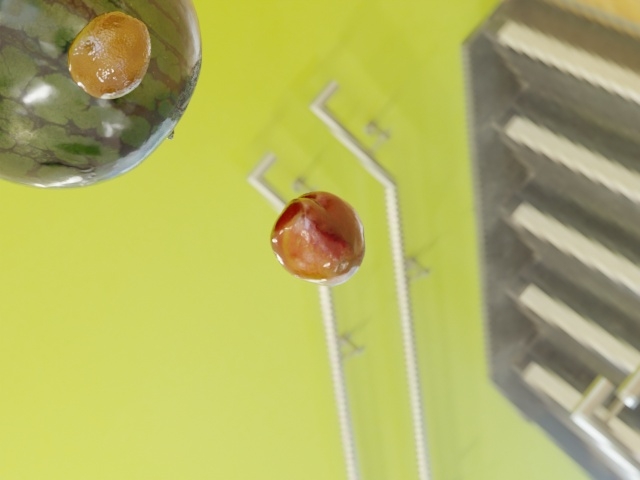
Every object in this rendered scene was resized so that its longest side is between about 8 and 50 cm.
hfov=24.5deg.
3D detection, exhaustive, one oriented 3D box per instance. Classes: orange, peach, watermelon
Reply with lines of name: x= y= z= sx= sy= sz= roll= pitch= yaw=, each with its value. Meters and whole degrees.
orange: x=-0.196 y=-0.173 z=1.370 sx=0.085 sy=0.085 sz=0.085 roll=40 pitch=175 yaw=4
peach: x=0.002 y=0.000 z=1.464 sx=0.101 sy=0.101 sz=0.101 roll=40 pitch=175 yaw=4
watermelon: x=-0.312 y=-0.223 z=1.676 sx=0.363 sy=0.363 sz=0.363 roll=40 pitch=175 yaw=4
